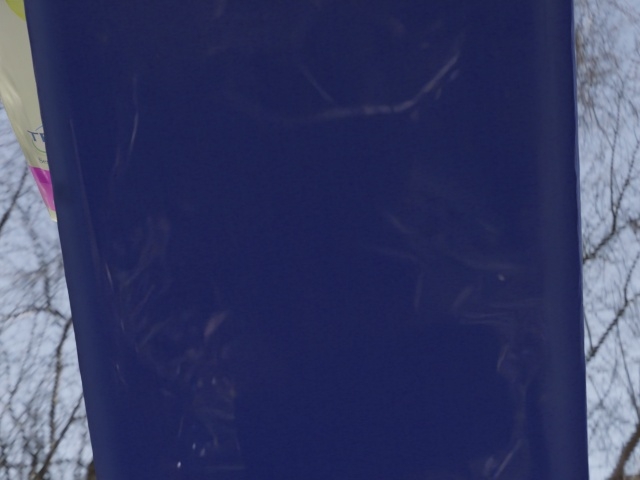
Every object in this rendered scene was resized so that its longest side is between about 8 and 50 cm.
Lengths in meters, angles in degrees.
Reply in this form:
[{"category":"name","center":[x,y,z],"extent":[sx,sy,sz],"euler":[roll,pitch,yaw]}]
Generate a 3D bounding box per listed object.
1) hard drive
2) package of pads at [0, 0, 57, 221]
[{"category":"hard drive","center":[0.000,0.000,0.527],"extent":[0.210,0.040,0.319],"euler":[-4,-74,4]},{"category":"package of pads","center":[-0.147,-0.131,0.995],"extent":[0.229,0.101,0.297],"euler":[10,-46,27]}]
